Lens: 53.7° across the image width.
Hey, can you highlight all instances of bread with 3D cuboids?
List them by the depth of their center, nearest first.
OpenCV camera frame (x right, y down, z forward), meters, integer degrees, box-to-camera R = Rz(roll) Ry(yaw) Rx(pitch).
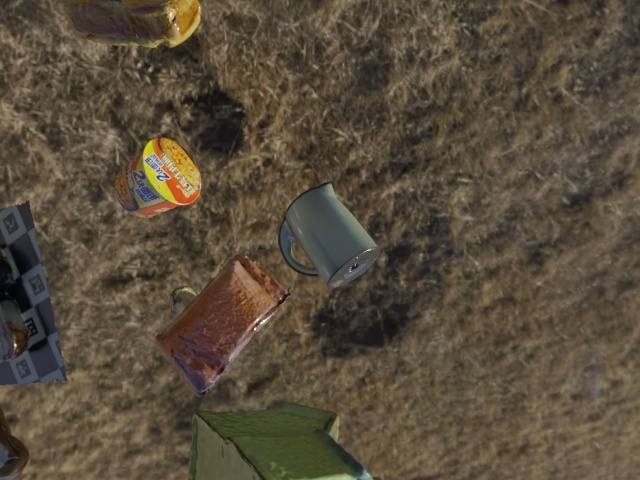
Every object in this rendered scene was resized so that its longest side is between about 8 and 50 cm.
[{"bbox_3d":[-0.164,0.131,1.058,0.123,0.244,0.190,44,157,-5],"label":"bread"},{"bbox_3d":[-0.440,-0.543,1.497,0.294,0.167,0.132,9,132,11],"label":"bread"}]

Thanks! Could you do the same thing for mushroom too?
[{"bbox_3d":[-0.275,0.166,1.405,0.071,0.209,0.084,-12,111,-29],"label":"mushroom"}]

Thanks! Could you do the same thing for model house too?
[{"bbox_3d":[-0.028,0.300,0.719,0.189,0.214,0.195,-4,103,-36],"label":"model house"}]

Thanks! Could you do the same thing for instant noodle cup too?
[{"bbox_3d":[-0.481,-0.169,1.839,0.174,0.213,0.213,-24,142,33],"label":"instant noodle cup"}]

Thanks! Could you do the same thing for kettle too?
[{"bbox_3d":[0.000,0.000,1.621,0.221,0.236,0.161,-42,160,18],"label":"kettle"}]

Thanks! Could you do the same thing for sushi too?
[{"bbox_3d":[-0.646,0.120,1.188,0.320,0.339,0.069,-9,-176,27],"label":"sushi"}]

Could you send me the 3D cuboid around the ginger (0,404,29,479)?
[{"bbox_3d":[-0.469,0.180,0.761,0.172,0.321,0.165,-27,154,-7],"label":"ginger"}]
